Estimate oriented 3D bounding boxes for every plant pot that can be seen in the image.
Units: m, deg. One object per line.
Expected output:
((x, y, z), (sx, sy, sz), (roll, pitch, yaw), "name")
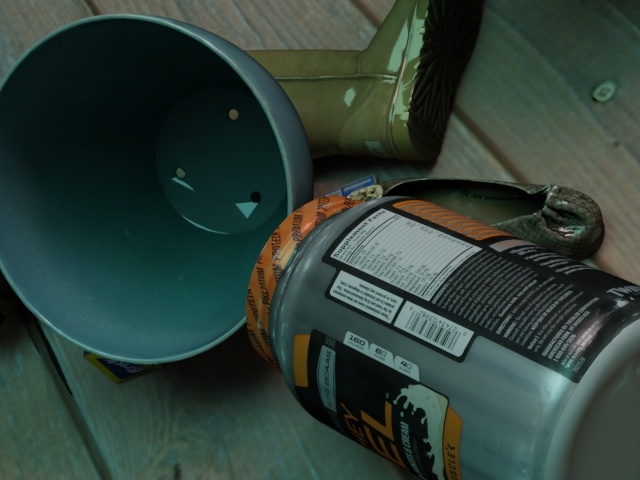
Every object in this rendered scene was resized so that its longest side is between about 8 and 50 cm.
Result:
((-0.124, -0.056, 1.300), (0.290, 0.195, 0.290), (4, 102, 21), "plant pot")

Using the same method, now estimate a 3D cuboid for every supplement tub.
((0.103, 0.083, 1.100), (0.316, 0.193, 0.193), (24, 74, 42), "supplement tub")

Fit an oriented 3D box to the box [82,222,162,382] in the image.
((-0.186, 0.044, 1.401), (0.054, 0.059, 0.168), (-19, 51, 19), "box")

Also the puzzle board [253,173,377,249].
((0.000, 0.000, 1.349), (0.128, 0.011, 0.096), (-22, 49, 18), "puzzle board")

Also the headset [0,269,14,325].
((-0.339, -0.027, 1.414), (0.243, 0.185, 0.394), (-51, 23, 19), "headset")

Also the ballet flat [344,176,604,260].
((0.117, -0.025, 1.253), (0.250, 0.058, 0.084), (5, 60, 32), "ballet flat")

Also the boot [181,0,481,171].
((0.001, -0.173, 1.418), (0.270, 0.089, 0.236), (1, 59, 35), "boot")
